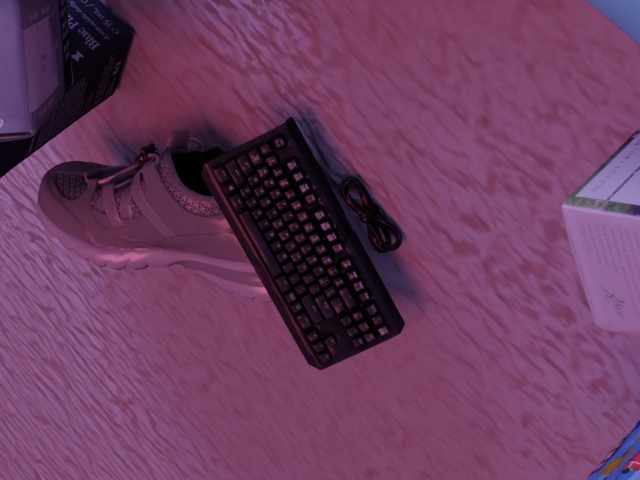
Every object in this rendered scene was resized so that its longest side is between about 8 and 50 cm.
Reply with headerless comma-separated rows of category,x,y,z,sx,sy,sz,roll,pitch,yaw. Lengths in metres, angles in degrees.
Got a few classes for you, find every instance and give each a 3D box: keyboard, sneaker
keyboard,0.000,0.000,1.222,0.180,0.108,0.023,61,-173,-16
sneaker,-0.113,-0.041,1.331,0.281,0.105,0.115,11,121,34

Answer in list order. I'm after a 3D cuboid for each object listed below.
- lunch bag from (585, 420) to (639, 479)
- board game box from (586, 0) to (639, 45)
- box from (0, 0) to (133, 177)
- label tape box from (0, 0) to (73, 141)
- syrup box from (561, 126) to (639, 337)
lunch bag,0.269,0.264,1.045,0.293,0.221,0.138,45,149,6
board game box,0.154,-0.224,0.709,0.336,0.079,0.254,43,142,15
box,-0.258,-0.150,1.308,0.156,0.158,0.093,44,149,7
label tape box,-0.233,-0.244,1.077,0.240,0.105,0.334,-101,8,-77
syrup box,0.257,0.007,0.899,0.237,0.093,0.096,12,134,44
